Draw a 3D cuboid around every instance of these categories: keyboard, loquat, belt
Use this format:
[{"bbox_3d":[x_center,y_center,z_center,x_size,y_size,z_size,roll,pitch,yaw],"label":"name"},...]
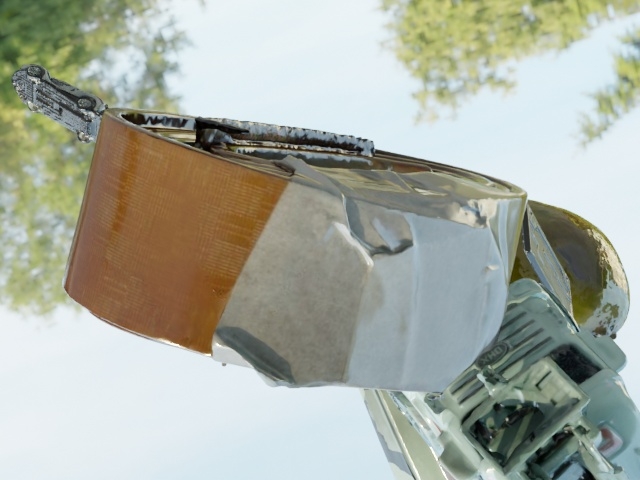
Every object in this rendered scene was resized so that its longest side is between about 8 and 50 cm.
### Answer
[{"bbox_3d":[0.201,0.024,1.042,0.010,0.155,0.053,-12,-123,21],"label":"keyboard"},{"bbox_3d":[0.246,0.038,1.265,0.152,0.195,0.152,-29,160,-12],"label":"loquat"},{"bbox_3d":[0.000,0.000,0.598,0.184,0.105,0.261,20,-170,35],"label":"belt"}]

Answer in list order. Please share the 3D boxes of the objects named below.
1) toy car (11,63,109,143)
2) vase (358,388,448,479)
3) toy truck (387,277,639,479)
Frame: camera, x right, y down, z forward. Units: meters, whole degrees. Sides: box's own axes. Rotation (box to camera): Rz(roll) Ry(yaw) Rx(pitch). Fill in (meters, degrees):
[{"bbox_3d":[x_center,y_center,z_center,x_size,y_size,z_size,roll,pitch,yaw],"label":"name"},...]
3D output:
[{"bbox_3d":[-0.209,-0.113,0.953,0.093,0.041,0.025,32,-129,11],"label":"toy car"},{"bbox_3d":[0.090,0.108,1.159,0.165,0.360,0.165,-27,-165,8],"label":"vase"},{"bbox_3d":[0.171,0.171,0.795,0.133,0.338,0.184,-35,-138,-6],"label":"toy truck"}]
